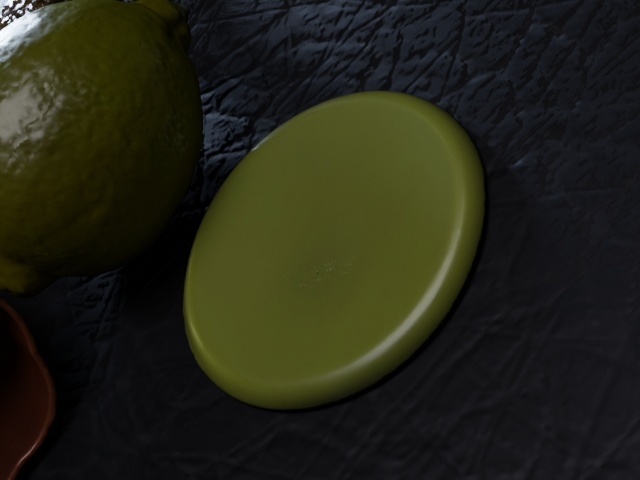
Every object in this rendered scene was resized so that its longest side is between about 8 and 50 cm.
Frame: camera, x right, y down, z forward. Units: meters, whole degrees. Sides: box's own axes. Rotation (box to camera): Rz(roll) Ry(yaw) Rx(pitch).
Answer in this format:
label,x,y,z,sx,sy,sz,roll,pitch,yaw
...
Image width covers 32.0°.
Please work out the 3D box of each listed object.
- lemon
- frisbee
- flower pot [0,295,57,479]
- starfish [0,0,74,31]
label,x,y,z,sx,sy,sz,roll,pitch,yaw
lemon,-0.178,-0.078,0.807,0.184,0.184,0.248,16,75,43
frisbee,0.000,0.000,0.731,0.236,0.017,0.236,-19,53,27
flower pot,-0.305,0.090,0.811,0.190,0.191,0.173,-52,33,-2
starfish,-0.239,-0.201,1.016,0.302,0.060,0.299,-11,55,32
